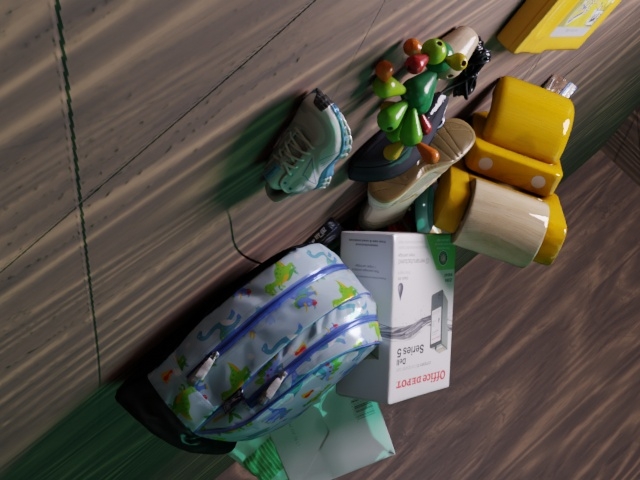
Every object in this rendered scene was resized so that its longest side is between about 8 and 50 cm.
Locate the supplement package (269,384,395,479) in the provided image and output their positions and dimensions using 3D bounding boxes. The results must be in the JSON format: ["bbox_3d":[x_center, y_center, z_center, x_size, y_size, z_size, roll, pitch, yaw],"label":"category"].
[{"bbox_3d":[-0.006,0.289,1.491,0.204,0.262,0.145,-20,-156,-4],"label":"supplement package"}]

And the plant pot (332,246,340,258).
[{"bbox_3d":[0.093,0.168,1.660,0.247,0.252,0.248,-48,165,25],"label":"plant pot"}]

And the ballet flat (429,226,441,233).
[{"bbox_3d":[0.224,0.021,1.962,0.080,0.073,0.232,-34,165,-29],"label":"ballet flat"}]

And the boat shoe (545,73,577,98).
[{"bbox_3d":[0.457,-0.273,1.717,0.183,0.066,0.066,-47,170,-6],"label":"boat shoe"}]

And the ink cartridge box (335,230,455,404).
[{"bbox_3d":[0.129,0.122,1.368,0.115,0.273,0.198,3,-177,39],"label":"ink cartridge box"}]

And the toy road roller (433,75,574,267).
[{"bbox_3d":[0.327,-0.132,1.395,0.329,0.202,0.240,-74,-177,-59],"label":"toy road roller"}]

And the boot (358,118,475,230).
[{"bbox_3d":[0.155,-0.106,1.357,0.213,0.077,0.165,-37,167,-17],"label":"boot"}]

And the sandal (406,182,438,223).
[{"bbox_3d":[0.181,0.043,1.830,0.167,0.107,0.446,-29,163,-41],"label":"sandal"}]

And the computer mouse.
[{"bbox_3d":[0.152,-0.175,1.160,0.262,0.060,0.184,-40,168,-11],"label":"computer mouse"}]

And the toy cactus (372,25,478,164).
[{"bbox_3d":[0.141,-0.197,1.008,0.180,0.112,0.219,-48,161,-20],"label":"toy cactus"}]

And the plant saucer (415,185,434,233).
[{"bbox_3d":[0.205,-0.063,1.582,0.021,0.119,0.119,1,180,18],"label":"plant saucer"}]

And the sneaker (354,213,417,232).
[{"bbox_3d":[0.122,-0.011,1.518,0.279,0.107,0.118,-43,138,-60],"label":"sneaker"}]

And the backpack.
[{"bbox_3d":[-0.081,0.164,1.231,0.355,0.273,0.290,-54,160,-2],"label":"backpack"}]

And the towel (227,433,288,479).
[{"bbox_3d":[-0.104,0.331,1.589,0.248,0.325,0.038,-43,-153,1],"label":"towel"}]

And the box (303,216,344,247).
[{"bbox_3d":[0.000,0.000,1.365,0.083,0.018,0.067,-43,167,1],"label":"box"}]

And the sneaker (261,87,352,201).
[{"bbox_3d":[-0.023,-0.093,0.903,0.083,0.071,0.190,-31,163,-21],"label":"sneaker"}]

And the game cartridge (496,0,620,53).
[{"bbox_3d":[0.429,-0.408,1.246,0.285,0.052,0.324,-51,165,32],"label":"game cartridge"}]
